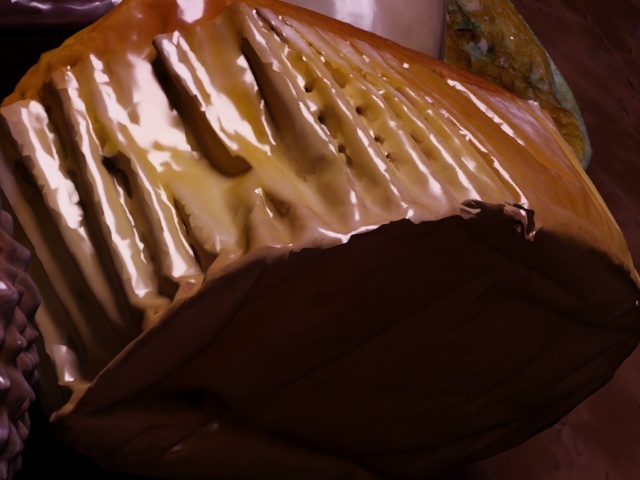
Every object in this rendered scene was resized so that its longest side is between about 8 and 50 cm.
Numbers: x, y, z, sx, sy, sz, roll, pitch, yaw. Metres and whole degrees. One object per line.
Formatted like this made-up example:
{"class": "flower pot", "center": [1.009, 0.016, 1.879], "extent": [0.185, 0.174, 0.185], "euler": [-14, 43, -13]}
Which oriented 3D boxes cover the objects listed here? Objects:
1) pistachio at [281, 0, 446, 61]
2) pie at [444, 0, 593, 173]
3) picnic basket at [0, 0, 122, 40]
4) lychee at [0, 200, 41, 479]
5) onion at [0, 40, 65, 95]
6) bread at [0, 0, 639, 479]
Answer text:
{"class": "pistachio", "center": [0.004, -0.105, 0.674], "extent": [0.131, 0.129, 0.206], "euler": [16, 73, -31]}
{"class": "pie", "center": [0.067, -0.133, 0.860], "extent": [0.302, 0.067, 0.303], "euler": [26, 38, -22]}
{"class": "picnic basket", "center": [-0.189, -0.194, 0.494], "extent": [0.296, 0.129, 0.223], "euler": [3, 44, -1]}
{"class": "lychee", "center": [-0.171, 0.022, 0.361], "extent": [0.197, 0.165, 0.165], "euler": [40, 34, 0]}
{"class": "onion", "center": [-0.130, -0.136, 0.634], "extent": [0.151, 0.098, 0.206], "euler": [46, 35, 0]}
{"class": "bread", "center": [0.000, 0.000, 0.505], "extent": [0.288, 0.204, 0.156], "euler": [13, 44, -49]}
